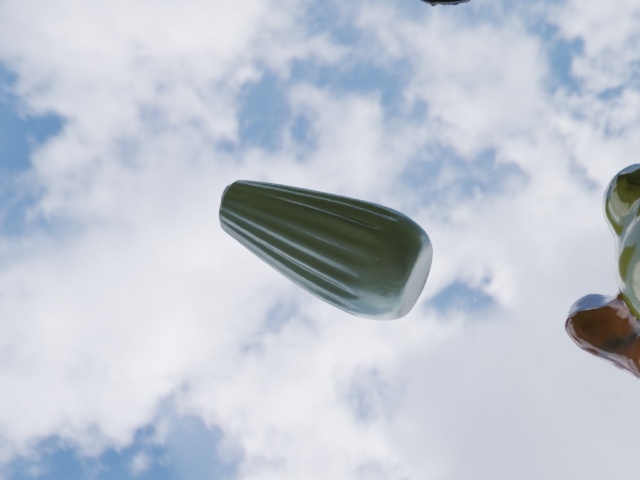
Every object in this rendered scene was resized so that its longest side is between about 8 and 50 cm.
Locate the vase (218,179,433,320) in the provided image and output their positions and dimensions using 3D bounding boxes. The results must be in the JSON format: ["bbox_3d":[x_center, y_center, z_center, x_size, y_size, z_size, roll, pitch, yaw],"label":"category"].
[{"bbox_3d":[0.000,0.000,1.205,0.248,0.128,0.128,22,-115,18],"label":"vase"}]

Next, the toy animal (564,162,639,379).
[{"bbox_3d":[0.315,-0.011,0.753,0.216,0.338,0.191,24,-146,9],"label":"toy animal"}]

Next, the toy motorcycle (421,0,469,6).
[{"bbox_3d":[-0.027,-0.228,0.576,0.331,0.196,0.125,21,-109,-14],"label":"toy motorcycle"}]
